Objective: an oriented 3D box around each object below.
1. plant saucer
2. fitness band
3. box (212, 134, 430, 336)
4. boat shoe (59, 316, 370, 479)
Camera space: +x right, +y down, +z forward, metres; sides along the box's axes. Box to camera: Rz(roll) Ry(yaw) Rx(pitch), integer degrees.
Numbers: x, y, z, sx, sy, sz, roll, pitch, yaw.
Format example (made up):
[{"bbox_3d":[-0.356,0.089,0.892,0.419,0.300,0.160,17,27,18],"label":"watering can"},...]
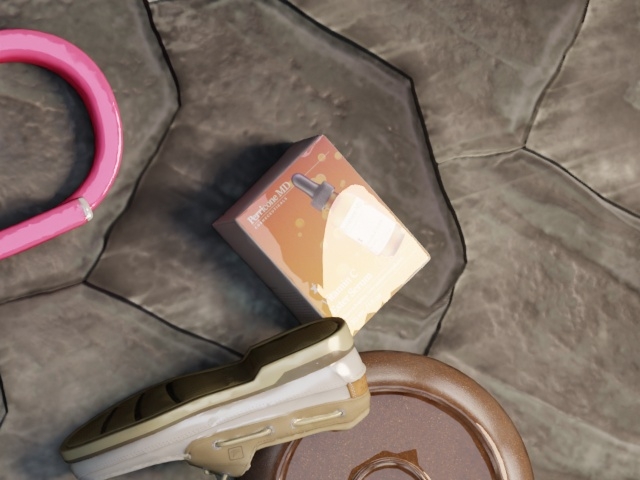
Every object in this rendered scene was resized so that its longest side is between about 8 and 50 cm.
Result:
[{"bbox_3d":[0.068,0.262,1.500,0.310,0.050,0.310,1,80,-4],"label":"plant saucer"},{"bbox_3d":[-0.328,-0.084,1.422,0.291,0.054,0.209,-23,95,-20],"label":"fitness band"},{"bbox_3d":[0.000,0.000,1.511,0.130,0.091,0.170,-46,102,-15],"label":"box"},{"bbox_3d":[-0.097,0.178,1.435,0.302,0.113,0.103,-21,105,3],"label":"boat shoe"}]
